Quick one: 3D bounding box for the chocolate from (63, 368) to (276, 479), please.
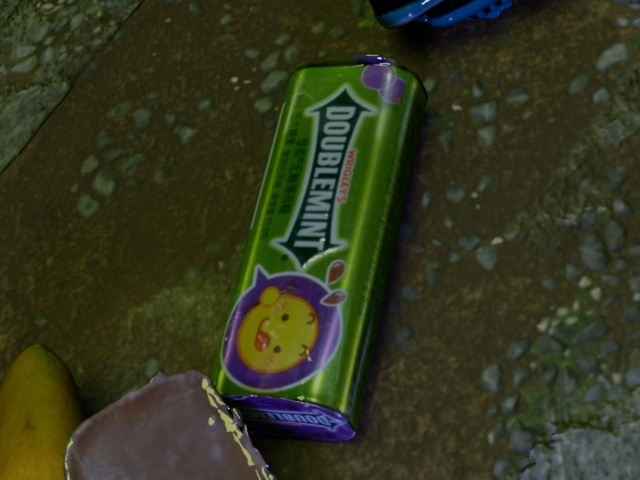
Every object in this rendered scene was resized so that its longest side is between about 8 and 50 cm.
[{"bbox_3d":[-0.100,0.241,1.297,0.161,0.083,0.261,-25,74,-24],"label":"chocolate"}]

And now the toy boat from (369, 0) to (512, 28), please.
[{"bbox_3d":[0.190,-0.267,1.501,0.298,0.092,0.134,-31,17,16],"label":"toy boat"}]

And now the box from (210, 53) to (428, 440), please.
[{"bbox_3d":[0.000,0.000,1.424,0.134,0.097,0.346,1,61,26],"label":"box"}]

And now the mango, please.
[{"bbox_3d":[-0.249,0.224,1.374,0.119,0.176,0.317,8,44,-16],"label":"mango"}]
